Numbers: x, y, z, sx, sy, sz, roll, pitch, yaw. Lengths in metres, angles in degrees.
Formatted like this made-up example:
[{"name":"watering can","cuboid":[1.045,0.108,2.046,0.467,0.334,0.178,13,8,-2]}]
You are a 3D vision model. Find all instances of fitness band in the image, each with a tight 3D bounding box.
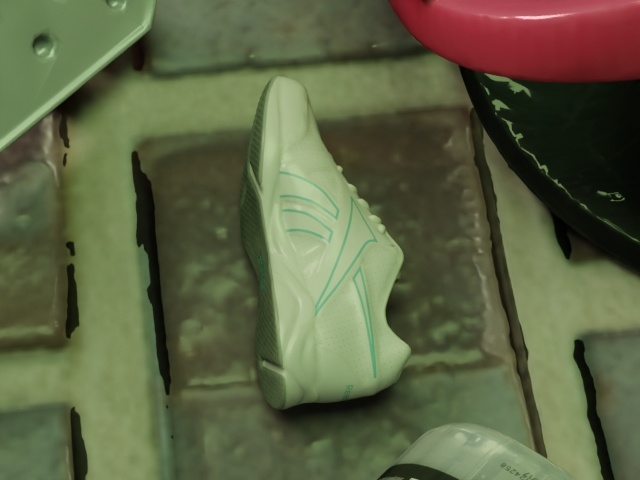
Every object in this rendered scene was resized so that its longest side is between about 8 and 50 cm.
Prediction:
[{"name":"fitness band","cuboid":[0.125,-0.150,0.833,0.209,0.054,0.291,-12,29,-2]}]

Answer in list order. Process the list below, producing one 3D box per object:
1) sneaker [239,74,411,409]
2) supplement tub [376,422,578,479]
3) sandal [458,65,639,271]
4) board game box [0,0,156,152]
[{"name":"sneaker","cuboid":[0.000,0.000,0.808,0.061,0.054,0.152,-1,63,-13]},{"name":"supplement tub","cuboid":[0.020,0.163,0.660,0.117,0.117,0.190,38,64,21]},{"name":"sandal","cuboid":[0.238,-0.014,0.780,0.167,0.107,0.446,-36,62,-24]},{"name":"board game box","cuboid":[-0.297,-0.137,0.724,0.390,0.390,0.050,-43,29,-24]}]
